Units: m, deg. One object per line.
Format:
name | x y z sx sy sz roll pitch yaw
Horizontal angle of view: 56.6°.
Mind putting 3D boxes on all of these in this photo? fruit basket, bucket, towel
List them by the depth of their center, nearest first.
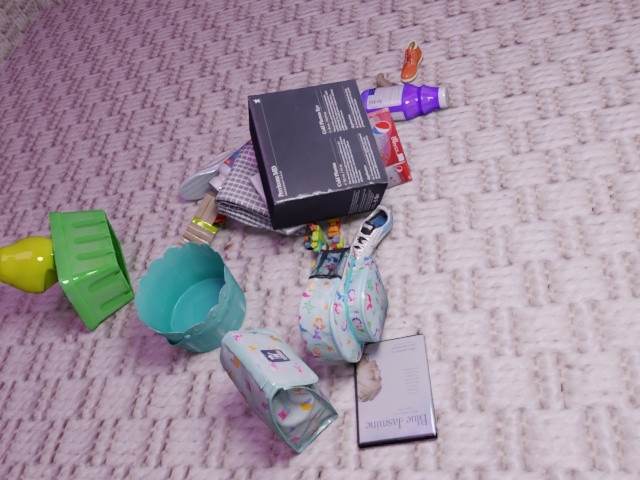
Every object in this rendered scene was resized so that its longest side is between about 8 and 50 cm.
bucket | -0.349 0.165 1.639 0.281 0.183 0.281 -9 55 13
towel | -0.148 -0.154 1.798 0.283 0.121 0.235 17 60 8
fruit basket | -0.812 0.089 1.858 0.392 0.283 0.392 -4 45 4

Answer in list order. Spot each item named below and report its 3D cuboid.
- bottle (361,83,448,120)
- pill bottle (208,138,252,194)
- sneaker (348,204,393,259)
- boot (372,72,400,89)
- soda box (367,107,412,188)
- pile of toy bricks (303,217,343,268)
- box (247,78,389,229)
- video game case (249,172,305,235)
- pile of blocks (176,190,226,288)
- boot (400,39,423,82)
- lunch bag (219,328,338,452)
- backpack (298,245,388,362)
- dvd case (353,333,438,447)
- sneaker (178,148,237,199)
bottle | 0.267 -0.446 1.916 0.282 0.092 0.118 -2 54 23
pill bottle | -0.259 -0.230 1.967 0.221 0.124 0.124 -43 49 -12
sneaker | 0.119 0.001 1.635 0.085 0.086 0.237 21 66 34
boot | 0.231 -0.532 2.042 0.087 0.042 0.118 8 59 23
soda box | 0.206 -0.287 1.818 0.083 0.092 0.263 -19 49 11
pile of toy bricks | 0.000 0.000 1.676 0.118 0.105 0.212 -10 50 17
box | -0.017 -0.241 1.655 0.312 0.179 0.343 -11 69 -10
video game case | -0.057 -0.152 1.727 0.227 0.026 0.206 -30 74 -16
pile of blocks | -0.380 0.016 1.860 0.112 0.149 0.362 29 74 -8
boot | 0.306 -0.615 2.041 0.059 0.085 0.158 6 58 26
lunch bag | -0.104 0.325 1.360 0.160 0.262 0.223 -41 47 -10
backpack | 0.053 0.165 1.426 0.191 0.225 0.253 0 39 28
dvd case | 0.167 0.345 1.381 0.180 0.022 0.253 -13 50 15
sneaker | -0.374 -0.227 2.055 0.258 0.094 0.091 -29 33 -8
